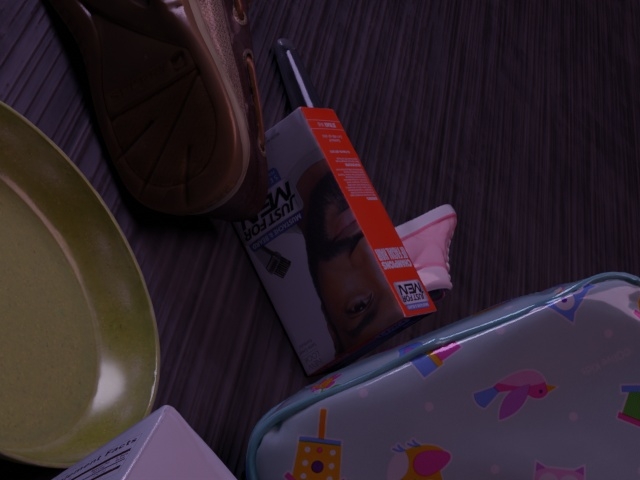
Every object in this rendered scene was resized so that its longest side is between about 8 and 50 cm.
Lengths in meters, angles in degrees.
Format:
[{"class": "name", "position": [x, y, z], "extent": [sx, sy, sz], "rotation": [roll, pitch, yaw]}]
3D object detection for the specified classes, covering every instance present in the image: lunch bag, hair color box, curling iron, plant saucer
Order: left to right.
[{"class": "plant saucer", "position": [-0.184, 0.019, 0.866], "extent": [0.241, 0.037, 0.241], "rotation": [41, 30, -31]}, {"class": "hair color box", "position": [0.000, 0.000, 1.139], "extent": [0.053, 0.093, 0.167], "rotation": [-6, 65, -60]}, {"class": "curling iron", "position": [0.002, -0.059, 1.271], "extent": [0.068, 0.035, 0.274], "rotation": [29, 38, -44]}, {"class": "lunch bag", "position": [0.100, 0.161, 0.946], "extent": [0.108, 0.279, 0.224], "rotation": [139, -72, -82]}]

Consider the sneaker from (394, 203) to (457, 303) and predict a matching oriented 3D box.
[{"class": "sneaker", "position": [0.084, 0.016, 1.316], "extent": [0.070, 0.051, 0.134], "rotation": [60, 29, 3]}]

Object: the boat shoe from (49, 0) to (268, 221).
[{"class": "boat shoe", "position": [-0.109, -0.170, 1.127], "extent": [0.123, 0.123, 0.342], "rotation": [19, 48, -64]}]

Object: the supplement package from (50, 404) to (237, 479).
[{"class": "supplement package", "position": [-0.087, 0.221, 0.679], "extent": [0.194, 0.149, 0.203], "rotation": [51, 27, -12]}]
